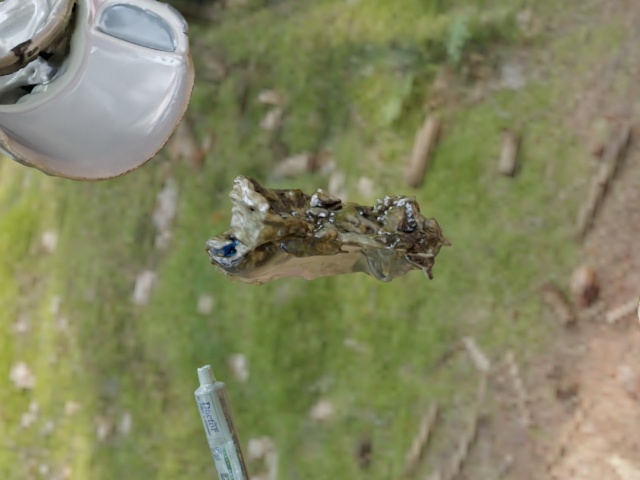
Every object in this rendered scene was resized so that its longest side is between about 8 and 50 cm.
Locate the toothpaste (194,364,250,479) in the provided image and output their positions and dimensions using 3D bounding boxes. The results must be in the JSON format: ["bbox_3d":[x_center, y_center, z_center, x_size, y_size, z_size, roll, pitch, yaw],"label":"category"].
[{"bbox_3d":[-0.118,0.263,2.377,0.064,0.041,0.218,-8,99,53],"label":"toothpaste"}]

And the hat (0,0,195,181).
[{"bbox_3d":[-0.197,-0.094,1.230,0.226,0.219,0.164,52,141,21],"label":"hat"}]

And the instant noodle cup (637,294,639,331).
[{"bbox_3d":[0.360,0.060,1.418,0.185,0.168,0.168,-35,48,26],"label":"instant noodle cup"}]

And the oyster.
[{"bbox_3d":[0.000,0.000,1.605,0.223,0.214,0.083,154,118,-66],"label":"oyster"}]
